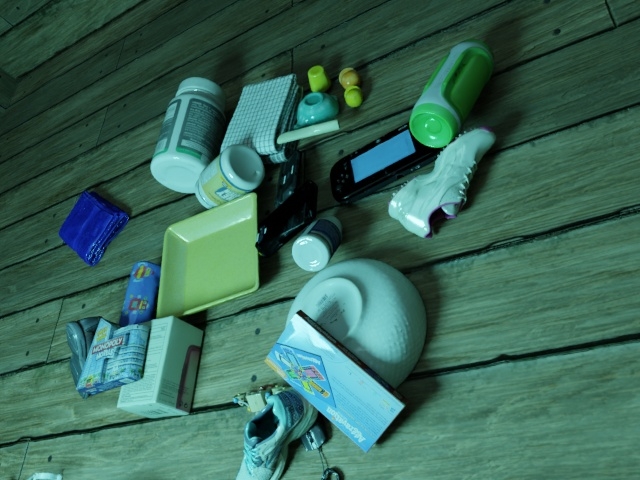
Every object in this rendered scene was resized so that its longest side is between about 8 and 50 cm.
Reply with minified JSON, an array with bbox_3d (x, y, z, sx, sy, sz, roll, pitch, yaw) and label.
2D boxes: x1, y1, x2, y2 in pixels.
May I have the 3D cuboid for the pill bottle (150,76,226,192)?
[{"bbox_3d":[-0.431,-0.359,1.891,0.204,0.204,0.361,-12,56,30],"label":"pill bottle"}]

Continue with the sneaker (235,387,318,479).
[{"bbox_3d":[-0.127,0.428,1.200,0.110,0.122,0.283,40,107,41],"label":"sneaker"}]

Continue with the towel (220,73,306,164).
[{"bbox_3d":[-0.173,-0.368,1.777,0.234,0.121,0.284,-3,63,36],"label":"towel"}]

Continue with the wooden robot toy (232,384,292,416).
[{"bbox_3d":[-0.126,0.386,1.311,0.173,0.076,0.079,-16,89,26],"label":"wooden robot toy"}]

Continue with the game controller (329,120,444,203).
[{"bbox_3d":[0.166,-0.212,1.467,0.319,0.067,0.167,-26,50,19],"label":"game controller"}]

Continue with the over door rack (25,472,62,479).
[{"bbox_3d":[-0.805,0.767,1.519,0.324,0.108,0.240,-26,48,38],"label":"over door rack"}]

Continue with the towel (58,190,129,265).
[{"bbox_3d":[-0.859,-0.058,2.091,0.308,0.076,0.228,27,79,43],"label":"towel"}]

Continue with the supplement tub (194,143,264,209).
[{"bbox_3d":[-0.276,-0.184,1.683,0.199,0.144,0.145,-31,45,43],"label":"supplement tub"}]

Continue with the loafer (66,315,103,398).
[{"bbox_3d":[-0.658,0.338,1.609,0.095,0.303,0.109,-23,50,-38],"label":"loafer"}]

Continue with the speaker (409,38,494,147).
[{"bbox_3d":[0.324,-0.363,1.370,0.131,0.131,0.297,7,51,38],"label":"speaker"}]

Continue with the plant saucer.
[{"bbox_3d":[-0.302,0.060,1.606,0.332,0.081,0.333,-20,53,19],"label":"plant saucer"}]

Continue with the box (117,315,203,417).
[{"bbox_3d":[-0.421,0.338,1.490,0.148,0.127,0.233,-15,54,30],"label":"box"}]

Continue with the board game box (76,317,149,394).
[{"bbox_3d":[-0.546,0.289,1.487,0.194,0.060,0.194,-22,52,29],"label":"board game box"}]

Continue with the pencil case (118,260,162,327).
[{"bbox_3d":[-0.522,0.213,1.648,0.119,0.133,0.306,5,62,2],"label":"pencil case"}]

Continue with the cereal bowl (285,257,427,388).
[{"bbox_3d":[0.054,0.184,1.244,0.338,0.141,0.339,-18,55,26],"label":"cereal bowl"}]

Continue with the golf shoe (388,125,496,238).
[{"bbox_3d":[0.305,-0.130,1.304,0.306,0.115,0.140,-43,62,7],"label":"golf shoe"}]

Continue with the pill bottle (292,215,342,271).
[{"bbox_3d":[0.000,0.000,1.388,0.094,0.094,0.169,-18,17,25],"label":"pill bottle"}]

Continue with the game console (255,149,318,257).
[{"bbox_3d":[-0.084,-0.127,1.540,0.213,0.044,0.362,-38,32,33],"label":"game console"}]

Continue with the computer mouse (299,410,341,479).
[{"bbox_3d":[-0.010,0.450,1.188,0.071,0.041,0.242,-33,49,13],"label":"computer mouse"}]

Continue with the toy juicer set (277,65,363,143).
[{"bbox_3d":[0.023,-0.389,1.677,0.209,0.090,0.329,5,57,23],"label":"toy juicer set"}]

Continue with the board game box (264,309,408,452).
[{"bbox_3d":[0.026,0.283,1.138,0.281,0.027,0.145,39,113,14],"label":"board game box"}]
